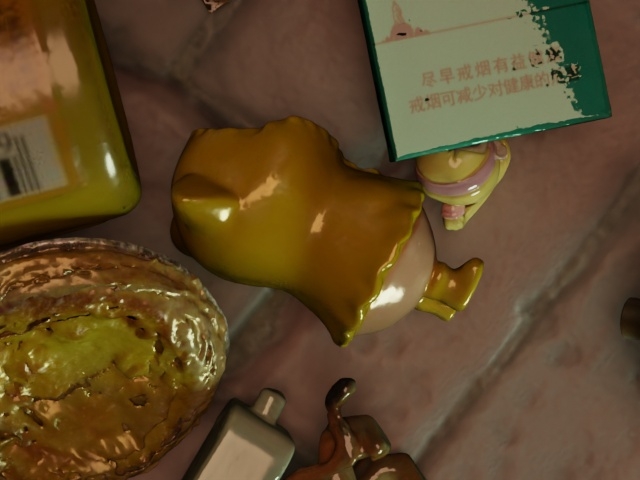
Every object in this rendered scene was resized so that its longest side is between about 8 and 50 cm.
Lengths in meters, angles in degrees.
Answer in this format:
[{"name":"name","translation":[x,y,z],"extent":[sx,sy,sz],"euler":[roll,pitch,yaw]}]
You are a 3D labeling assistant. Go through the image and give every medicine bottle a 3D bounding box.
[{"name":"medicine bottle","translation":[-0.332,-0.077,1.271],"extent":[0.384,0.224,0.224],"euler":[-16,92,-2]}]

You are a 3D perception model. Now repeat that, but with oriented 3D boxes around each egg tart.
[{"name":"egg tart","translation":[-0.181,0.080,1.317],"extent":[0.234,0.094,0.234],"euler":[-9,132,-10]}]

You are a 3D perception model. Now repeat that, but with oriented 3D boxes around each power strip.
[{"name":"power strip","translation":[-0.127,0.276,1.352],"extent":[0.062,0.091,0.385],"euler":[31,89,-4]}]

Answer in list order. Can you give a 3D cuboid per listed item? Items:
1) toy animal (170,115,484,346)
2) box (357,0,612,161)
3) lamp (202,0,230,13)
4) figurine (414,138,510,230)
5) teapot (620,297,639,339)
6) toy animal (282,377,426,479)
[{"name":"toy animal","translation":[0.000,-0.002,1.328],"extent":[0.230,0.156,0.156],"euler":[20,90,-2]},{"name":"box","translation":[0.105,-0.181,1.308],"extent":[0.161,0.042,0.226],"euler":[-12,92,-6]},{"name":"lamp","translation":[-0.066,-0.228,1.229],"extent":[0.090,0.325,0.089],"euler":[-32,91,0]},{"name":"figurine","translation":[0.124,-0.099,1.376],"extent":[0.083,0.083,0.187],"euler":[21,77,-3]},{"name":"teapot","translation":[0.306,0.077,1.339],"extent":[0.175,0.185,0.267],"euler":[8,122,29]},{"name":"toy animal","translation":[0.043,0.266,1.361],"extent":[0.157,0.097,0.312],"euler":[-33,91,4]}]
